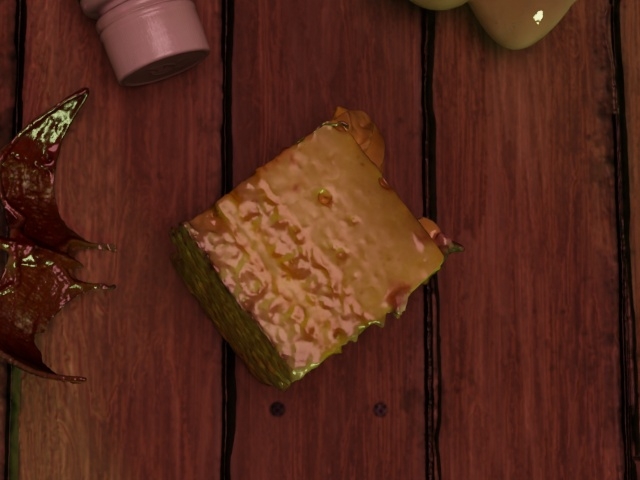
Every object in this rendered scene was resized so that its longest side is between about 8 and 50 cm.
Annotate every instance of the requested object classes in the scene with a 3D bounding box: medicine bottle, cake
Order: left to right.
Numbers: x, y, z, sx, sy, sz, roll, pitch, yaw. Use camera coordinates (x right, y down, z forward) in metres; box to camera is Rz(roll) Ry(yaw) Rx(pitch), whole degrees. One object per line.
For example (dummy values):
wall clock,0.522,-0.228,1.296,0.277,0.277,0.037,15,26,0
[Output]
medicine bottle,-0.221,-0.308,1.675,0.139,0.139,0.237,-18,85,-13
cake,0.000,0.000,1.630,0.286,0.222,0.227,-36,91,-15

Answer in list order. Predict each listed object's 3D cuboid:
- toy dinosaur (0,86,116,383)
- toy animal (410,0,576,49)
toy dinosaur,-0.301,-0.007,1.609,0.206,0.113,0.327,40,49,-19
toy animal,0.201,-0.351,1.751,0.221,0.229,0.210,55,37,-39
